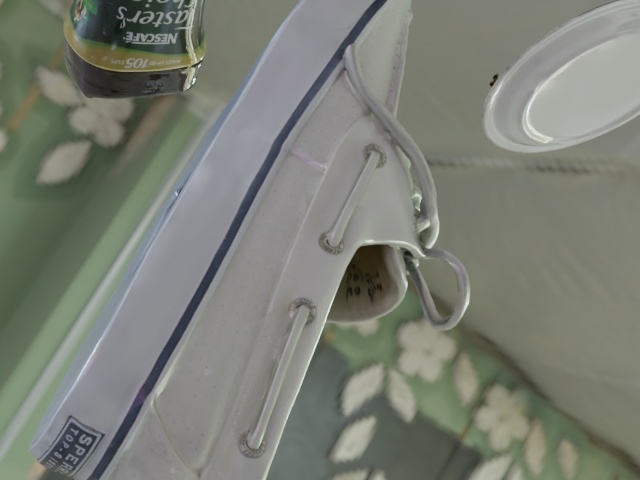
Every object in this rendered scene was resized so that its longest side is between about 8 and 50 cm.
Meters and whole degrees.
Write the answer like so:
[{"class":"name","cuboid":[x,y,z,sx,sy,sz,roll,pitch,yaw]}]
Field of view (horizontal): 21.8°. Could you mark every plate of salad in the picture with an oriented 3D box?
[{"class":"plate of salad","cuboid":[0.219,-0.140,1.347,0.200,0.199,0.048,61,6,-63]}]

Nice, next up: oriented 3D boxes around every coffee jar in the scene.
[{"class":"coffee jar","cuboid":[-0.116,-0.181,1.103,0.079,0.096,0.184,55,-38,41]}]

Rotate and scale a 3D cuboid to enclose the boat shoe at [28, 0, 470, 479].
[{"class":"boat shoe","cuboid":[0.003,-0.003,0.855,0.156,0.367,0.136,33,-38,-8]}]
